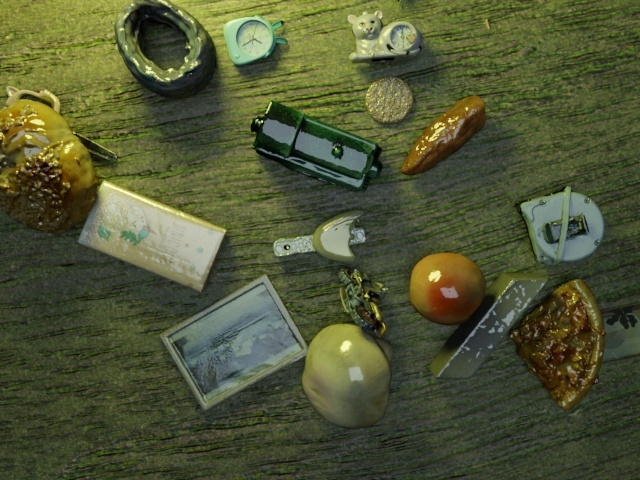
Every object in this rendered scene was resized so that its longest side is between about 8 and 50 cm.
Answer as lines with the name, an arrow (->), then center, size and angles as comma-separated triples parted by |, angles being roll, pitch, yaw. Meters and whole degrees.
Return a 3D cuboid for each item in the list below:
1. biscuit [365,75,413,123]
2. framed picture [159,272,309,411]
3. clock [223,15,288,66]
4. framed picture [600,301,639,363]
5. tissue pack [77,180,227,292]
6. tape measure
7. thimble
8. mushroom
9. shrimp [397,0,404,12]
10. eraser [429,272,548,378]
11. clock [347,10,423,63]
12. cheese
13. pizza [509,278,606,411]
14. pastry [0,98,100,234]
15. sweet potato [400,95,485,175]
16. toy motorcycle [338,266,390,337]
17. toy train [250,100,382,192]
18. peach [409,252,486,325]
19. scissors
biscuit -> 0.168, -0.343, 1.680 | 0.120, 0.015, 0.120 | 0, 93, 1
framed picture -> -0.213, 0.258, 1.726 | 0.315, 0.024, 0.231 | -30, 92, 2
clock -> -0.153, -0.485, 1.658 | 0.147, 0.045, 0.108 | -14, 95, 1
framed picture -> 0.726, 0.237, 1.723 | 0.201, 0.010, 0.135 | -11, 94, 2
tissue pack -> -0.407, -0.010, 1.683 | 0.326, 0.071, 0.170 | 22, 92, -2
tape measure -> 0.584, -0.035, 1.657 | 0.181, 0.107, 0.181 | -22, 91, 9
thimble -> -0.359, -0.451, 1.601 | 0.205, 0.172, 0.236 | -30, 92, 0
mushroom -> 0.085, 0.313, 1.642 | 0.234, 0.260, 0.253 | -21, 89, -35
shrimp -> 0.182, -0.658, 1.627 | 0.090, 0.079, 0.232 | -9, 99, 6
eraser -> 0.405, 0.205, 1.673 | 0.077, 0.111, 0.352 | 37, 94, -4
clock -> 0.155, -0.488, 1.637 | 0.176, 0.080, 0.117 | -3, 94, 2
cheese -> 0.000, 0.000, 1.691 | 0.235, 0.050, 0.127 | -8, 95, 0
pizza -> 0.578, 0.254, 1.685 | 0.226, 0.086, 0.335 | 5, 98, 4
pastry -> -0.669, -0.157, 1.583 | 0.285, 0.184, 0.315 | -24, 99, 28
sweet potato -> 0.296, -0.242, 1.651 | 0.252, 0.097, 0.097 | -44, 93, 7
toy motorcycle -> 0.113, 0.144, 1.630 | 0.130, 0.229, 0.094 | 31, 111, -25
toy train -> -0.011, -0.218, 1.611 | 0.331, 0.178, 0.138 | 21, 94, 0
peach -> 0.296, 0.117, 1.635 | 0.184, 0.184, 0.184 | 0, 94, 1
scissors -> -0.642, -0.267, 1.689 | 0.318, 0.024, 0.160 | 26, 93, -1
